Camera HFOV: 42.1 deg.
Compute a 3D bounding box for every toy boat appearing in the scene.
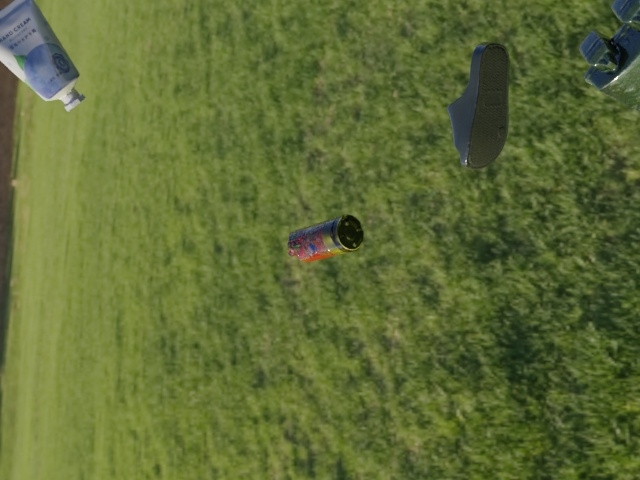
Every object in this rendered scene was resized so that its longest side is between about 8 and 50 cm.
[{"bbox_3d":[0.485,-0.208,1.061,0.141,0.319,0.092,-56,26,31],"label":"toy boat"}]

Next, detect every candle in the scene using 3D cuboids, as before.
[{"bbox_3d":[0.000,0.000,1.125,0.131,0.052,0.052,-14,72,51],"label":"candle"}]

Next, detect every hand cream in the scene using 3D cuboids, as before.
[{"bbox_3d":[-0.345,-0.222,1.021,0.084,0.142,0.053,-42,23,-13],"label":"hand cream"}]

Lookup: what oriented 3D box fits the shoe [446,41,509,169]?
[{"bbox_3d":[0.298,-0.259,1.598,0.093,0.108,0.241,21,111,51],"label":"shoe"}]
